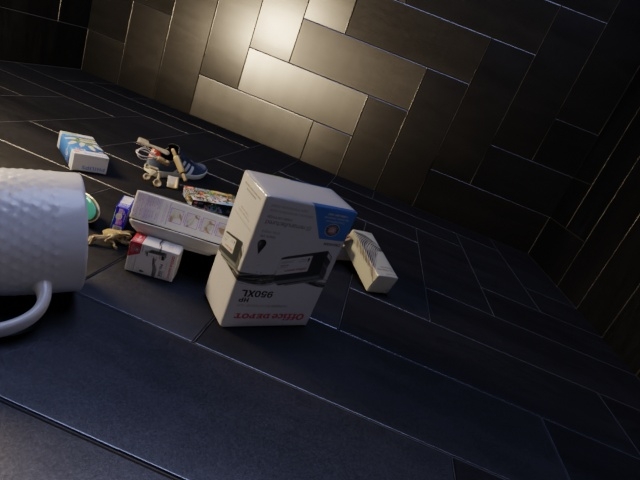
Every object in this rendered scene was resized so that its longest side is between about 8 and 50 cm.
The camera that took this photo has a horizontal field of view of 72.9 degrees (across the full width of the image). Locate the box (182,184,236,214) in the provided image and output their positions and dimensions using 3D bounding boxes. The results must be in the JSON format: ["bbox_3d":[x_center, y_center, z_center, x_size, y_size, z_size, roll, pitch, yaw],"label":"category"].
[{"bbox_3d":[-0.470,-0.174,1.901,0.233,0.044,0.159,8,24,-35],"label":"box"}]

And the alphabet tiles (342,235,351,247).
[{"bbox_3d":[0.000,0.000,1.819,0.237,0.009,0.198,-15,29,-8],"label":"alphabet tiles"}]

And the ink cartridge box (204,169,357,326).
[{"bbox_3d":[-0.117,0.039,1.203,0.286,0.394,0.166,7,27,-35],"label":"ink cartridge box"}]

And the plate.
[{"bbox_3d":[-0.441,-0.001,1.362,0.277,0.045,0.278,18,-5,-12],"label":"plate"}]

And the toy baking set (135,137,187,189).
[{"bbox_3d":[-0.698,-0.342,1.904,0.197,0.030,0.256,-13,81,-46],"label":"toy baking set"}]

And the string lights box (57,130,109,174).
[{"bbox_3d":[-0.992,-0.366,1.807,0.133,0.076,0.260,3,27,-45],"label":"string lights box"}]

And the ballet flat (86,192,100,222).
[{"bbox_3d":[-0.784,-0.123,1.403,0.248,0.086,0.086,28,20,18],"label":"ballet flat"}]

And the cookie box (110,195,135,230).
[{"bbox_3d":[-0.647,-0.086,1.418,0.040,0.091,0.107,19,19,-19],"label":"cookie box"}]

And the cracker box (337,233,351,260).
[{"bbox_3d":[0.094,0.024,1.945,0.232,0.067,0.156,5,26,-40],"label":"cracker box"}]

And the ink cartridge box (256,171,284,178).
[{"bbox_3d":[-0.231,-0.273,2.340,0.189,0.097,0.255,5,24,-38],"label":"ink cartridge box"}]

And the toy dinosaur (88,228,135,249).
[{"bbox_3d":[-0.614,-0.016,1.325,0.093,0.053,0.183,28,20,20],"label":"toy dinosaur"}]

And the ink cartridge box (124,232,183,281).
[{"bbox_3d":[-0.472,0.049,1.234,0.135,0.099,0.056,17,23,-11],"label":"ink cartridge box"}]

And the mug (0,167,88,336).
[{"bbox_3d":[-0.682,0.023,0.897,0.328,0.276,0.374,-1,60,-36],"label":"mug"}]

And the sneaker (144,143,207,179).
[{"bbox_3d":[-0.672,-0.384,2.085,0.131,0.148,0.350,30,21,22],"label":"sneaker"}]

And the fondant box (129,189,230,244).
[{"bbox_3d":[-0.451,-0.075,1.486,0.330,0.096,0.238,17,1,-12],"label":"fondant box"}]

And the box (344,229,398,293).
[{"bbox_3d":[0.199,0.083,1.770,0.113,0.094,0.275,9,37,-33],"label":"box"}]
